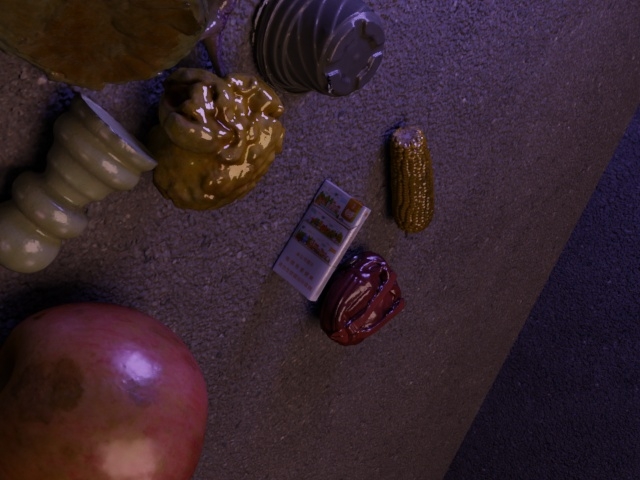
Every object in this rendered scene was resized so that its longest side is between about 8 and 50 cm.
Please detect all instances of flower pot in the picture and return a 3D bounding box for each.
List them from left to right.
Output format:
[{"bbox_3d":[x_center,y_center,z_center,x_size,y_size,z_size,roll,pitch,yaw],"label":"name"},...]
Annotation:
[{"bbox_3d":[0.014,-0.328,1.325,0.235,0.140,0.236,-31,142,-28],"label":"flower pot"}]

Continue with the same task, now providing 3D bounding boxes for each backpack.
[{"bbox_3d":[0.087,0.147,1.877,0.229,0.139,0.229,-37,145,-32],"label":"backpack"}]

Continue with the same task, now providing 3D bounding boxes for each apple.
[{"bbox_3d":[-0.362,0.275,1.241,0.364,0.364,0.364,-33,143,-29],"label":"apple"}]

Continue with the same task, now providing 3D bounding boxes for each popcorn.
[{"bbox_3d":[-0.162,-0.153,1.204,0.225,0.200,0.203,-13,169,5],"label":"popcorn"}]

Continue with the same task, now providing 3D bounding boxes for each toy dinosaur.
[{"bbox_3d":[-0.149,-0.319,1.193,0.199,0.072,0.251,-13,123,-57],"label":"toy dinosaur"}]

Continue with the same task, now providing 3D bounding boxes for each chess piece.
[{"bbox_3d":[-0.364,-0.065,1.116,0.251,0.144,0.144,-46,148,2],"label":"chess piece"}]

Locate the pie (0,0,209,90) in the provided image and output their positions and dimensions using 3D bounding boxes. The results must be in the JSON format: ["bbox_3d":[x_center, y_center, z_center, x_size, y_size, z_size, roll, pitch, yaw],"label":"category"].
[{"bbox_3d":[-0.272,-0.278,0.943,0.306,0.071,0.306,-4,160,-1],"label":"pie"}]

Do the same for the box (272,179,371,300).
[{"bbox_3d":[0.000,0.000,1.640,0.032,0.122,0.220,16,108,-57],"label":"box"}]

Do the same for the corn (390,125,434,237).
[{"bbox_3d":[0.206,-0.130,1.806,0.101,0.101,0.310,-37,142,-24],"label":"corn"}]
